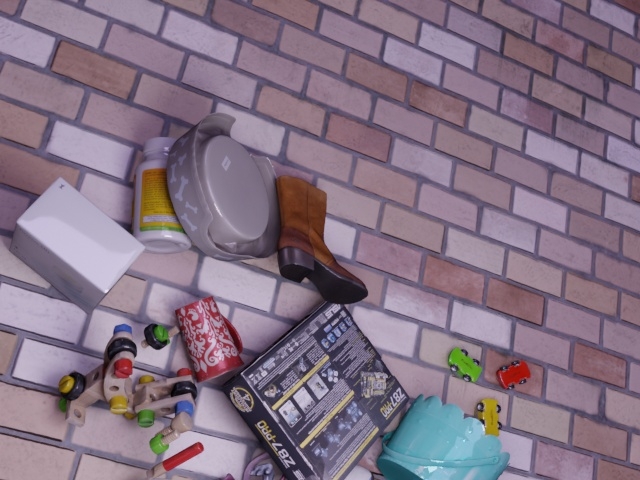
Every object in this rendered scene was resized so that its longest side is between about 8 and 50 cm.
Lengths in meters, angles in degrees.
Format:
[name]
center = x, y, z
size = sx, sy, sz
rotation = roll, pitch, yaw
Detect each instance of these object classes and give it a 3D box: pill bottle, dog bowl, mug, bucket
[pill bottle]
center = -0.358, -0.103, 1.937
size = 0.136, 0.136, 0.246
rotation = 6, 71, -23
[dog bowl]
center = -0.216, -0.111, 1.936
size = 0.349, 0.102, 0.349
rotation = 44, 36, -45
[mug]
center = -0.251, 0.218, 1.908
size = 0.113, 0.150, 0.169
rotation = -22, 88, 3
[bucket]
center = 0.275, 0.508, 1.966
size = 0.281, 0.281, 0.183
rotation = 43, 67, -7

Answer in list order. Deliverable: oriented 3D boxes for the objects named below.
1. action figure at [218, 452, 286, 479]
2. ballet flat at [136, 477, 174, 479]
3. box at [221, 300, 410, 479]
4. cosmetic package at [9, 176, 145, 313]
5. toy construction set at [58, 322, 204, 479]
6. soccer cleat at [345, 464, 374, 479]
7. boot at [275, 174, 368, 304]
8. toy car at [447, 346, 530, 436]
[action figure]
center = -0.151, 0.674, 1.799
size = 0.275, 0.248, 0.370
rotation = -27, 102, -71
[ballet flat]
center = -0.267, 0.551, 1.651
size = 0.400, 0.139, 0.139
rotation = 7, 65, 21
[box]
center = 0.005, 0.343, 1.915
size = 0.318, 0.097, 0.395
rotation = 52, 39, 0
[cosmetic package]
center = -0.513, 0.017, 1.777
size = 0.224, 0.224, 0.138
rotation = 40, 62, -8
[toy construction set]
center = -0.398, 0.347, 1.756
size = 0.237, 0.257, 0.309
rotation = -32, 67, 13
[soccer cleat]
center = 0.031, 0.663, 1.891
size = 0.143, 0.116, 0.332
rotation = 15, 71, -7
[boot]
center = 0.000, 0.000, 2.037
size = 0.264, 0.096, 0.281
rotation = 21, 45, -26
[toy car]
center = 0.410, 0.360, 2.191
size = 0.225, 0.053, 0.239
rotation = 41, 61, -8
